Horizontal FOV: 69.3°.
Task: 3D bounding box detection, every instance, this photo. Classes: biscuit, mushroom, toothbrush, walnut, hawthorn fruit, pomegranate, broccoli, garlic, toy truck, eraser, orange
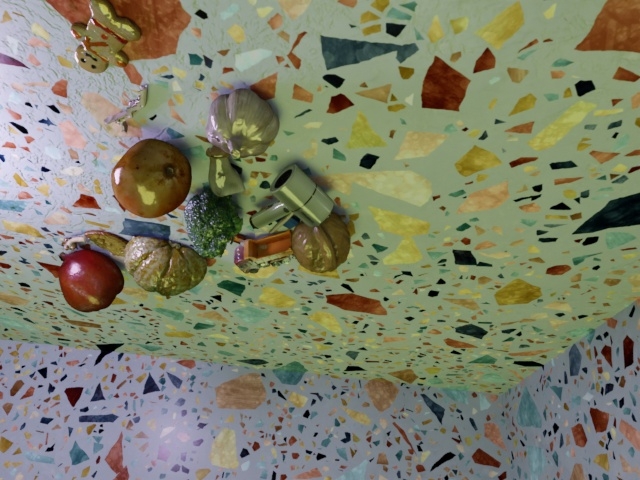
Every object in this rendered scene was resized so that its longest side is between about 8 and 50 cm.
[{"bbox_3d":[-0.953,0.018,2.101,0.229,0.031,0.176,17,144,-16],"label":"biscuit"},{"bbox_3d":[-0.333,-0.231,1.571,0.116,0.093,0.225,-10,136,4],"label":"mushroom"},{"bbox_3d":[-0.574,-0.518,1.218,0.234,0.030,0.153,-24,134,37],"label":"biscuit"},{"bbox_3d":[-0.102,-0.110,1.728,0.029,0.025,0.307,34,130,-23],"label":"toothbrush"},{"bbox_3d":[0.000,0.000,1.749,0.224,0.257,0.257,-26,146,-9],"label":"walnut"},{"bbox_3d":[-1.077,0.189,2.185,0.295,0.295,0.311,3,123,6],"label":"hawthorn fruit"},{"bbox_3d":[-0.557,-0.194,1.509,0.270,0.252,0.229,-18,136,40],"label":"pomegranate"},{"bbox_3d":[-0.395,-0.064,1.731,0.241,0.261,0.269,13,114,-53],"label":"broccoli"},{"bbox_3d":[-0.235,-0.303,1.324,0.219,0.212,0.218,3,141,3],"label":"garlic"},{"bbox_3d":[-0.226,0.050,1.925,0.270,0.114,0.135,-16,145,16],"label":"toy truck"},{"bbox_3d":[-0.131,-0.082,1.807,0.085,0.027,0.063,30,141,-31],"label":"eraser"},{"bbox_3d":[-0.706,0.139,2.088,0.369,0.210,0.271,20,142,-24],"label":"orange"},{"bbox_3d":[-1.095,0.010,2.072,0.187,0.061,0.060,-11,133,37],"label":"mushroom"}]

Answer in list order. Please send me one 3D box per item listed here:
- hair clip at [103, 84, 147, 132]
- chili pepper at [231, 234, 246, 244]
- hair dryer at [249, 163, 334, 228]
[{"bbox_3d":[-0.566,-0.394,1.402,0.226,0.034,0.072,-23,140,34],"label":"hair clip"},{"bbox_3d":[-0.380,-0.024,1.940,0.178,0.027,0.045,24,139,-26],"label":"chili pepper"},{"bbox_3d":[-0.144,-0.115,1.648,0.362,0.128,0.203,-23,127,40],"label":"hair dryer"}]
